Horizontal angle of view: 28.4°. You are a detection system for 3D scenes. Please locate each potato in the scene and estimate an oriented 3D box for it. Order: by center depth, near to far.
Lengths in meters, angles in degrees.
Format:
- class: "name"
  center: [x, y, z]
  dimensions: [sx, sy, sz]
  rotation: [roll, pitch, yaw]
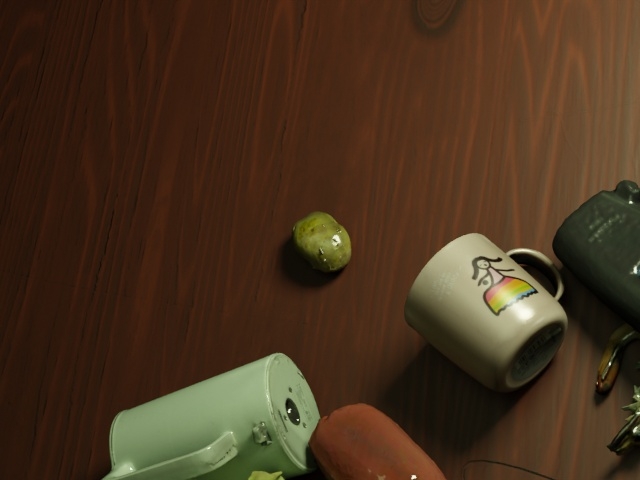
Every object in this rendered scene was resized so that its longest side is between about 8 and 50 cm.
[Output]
- class: "potato"
  center: [0.000, 0.000, 2.278]
  dimensions: [0.091, 0.070, 0.138]
  rotation: [-46, 55, -1]

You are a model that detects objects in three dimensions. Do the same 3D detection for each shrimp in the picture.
- class: "shrimp"
  center: [0.493, 0.206, 1.944]
  dimensions: [0.253, 0.058, 0.173]
  rotation: [-50, 47, -7]

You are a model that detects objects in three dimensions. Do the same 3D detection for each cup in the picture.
- class: "cup"
  center: [0.293, 0.109, 2.028]
  dimensions: [0.253, 0.191, 0.200]
  rotation: [-30, 53, -29]

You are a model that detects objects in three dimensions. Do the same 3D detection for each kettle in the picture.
- class: "kettle"
  center: [-0.179, 0.348, 2.106]
  dimensions: [0.318, 0.205, 0.265]
  rotation: [-19, 33, 18]

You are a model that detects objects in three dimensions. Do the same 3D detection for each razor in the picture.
- class: "razor"
  center: [0.518, 0.044, 1.954]
  dimensions: [0.189, 0.107, 0.327]
  rotation: [-41, 45, -6]

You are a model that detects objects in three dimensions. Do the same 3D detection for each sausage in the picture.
- class: "sausage"
  center: [0.097, 0.375, 2.004]
  dimensions: [0.152, 0.152, 0.280]
  rotation: [-45, 55, 1]

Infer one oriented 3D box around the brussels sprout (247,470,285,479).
- class: "brussels sprout"
  center: [-0.131, 0.550, 1.904]
  dimensions: [0.342, 0.361, 0.425]
  rotation: [29, 81, 30]
